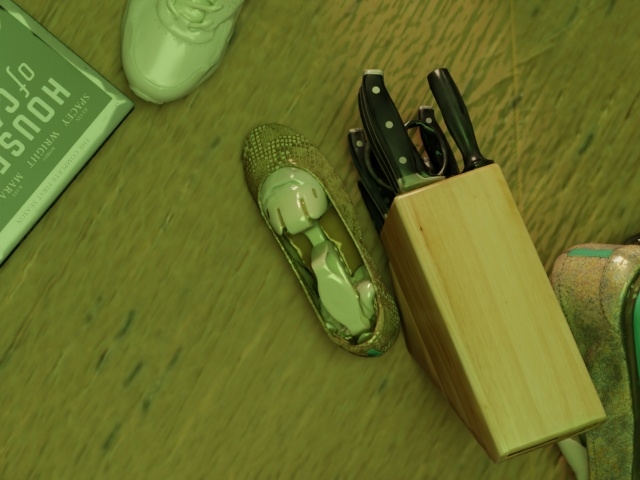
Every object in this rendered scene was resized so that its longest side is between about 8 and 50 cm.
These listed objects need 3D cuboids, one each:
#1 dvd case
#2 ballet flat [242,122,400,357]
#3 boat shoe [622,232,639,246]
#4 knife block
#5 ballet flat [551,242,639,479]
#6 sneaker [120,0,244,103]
[{"bbox_3d":[-0.291,-0.114,1.449,0.238,0.029,0.179,40,82,-4],"label":"dvd case"},{"bbox_3d":[0.000,0.000,1.466,0.073,0.067,0.206,-32,90,12],"label":"ballet flat"},{"bbox_3d":[0.393,0.030,1.522,0.324,0.122,0.120,-12,119,-8],"label":"boat shoe"},{"bbox_3d":[0.106,0.001,1.408,0.088,0.276,0.242,-19,119,-10],"label":"knife block"},{"bbox_3d":[0.235,0.130,1.467,0.107,0.106,0.316,-38,131,-40],"label":"ballet flat"},{"bbox_3d":[-0.085,-0.215,1.446,0.090,0.115,0.232,27,82,-7],"label":"sneaker"}]
